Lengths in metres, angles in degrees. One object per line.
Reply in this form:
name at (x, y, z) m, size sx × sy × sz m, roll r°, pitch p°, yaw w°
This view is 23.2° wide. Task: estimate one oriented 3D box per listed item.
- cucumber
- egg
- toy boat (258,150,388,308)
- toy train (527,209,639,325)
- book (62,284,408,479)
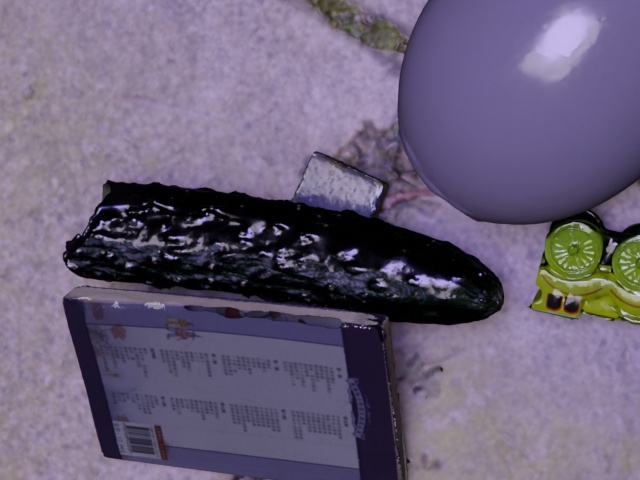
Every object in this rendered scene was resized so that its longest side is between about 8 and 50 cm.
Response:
cucumber at (-0.022, 0.009, 1.066) m, size 0.303 × 0.081 × 0.072 m, roll 7°, pitch 128°, yaw 12°
egg at (0.152, -0.117, 0.969) m, size 0.176 × 0.176 × 0.232 m, roll 43°, pitch 119°, yaw 9°
toy boat at (0.000, 0.000, 1.106) m, size 0.063 × 0.016 × 0.115 m, roll 26°, pitch 99°, yaw 14°
toy train at (0.265, 0.035, 1.018) m, size 0.250 × 0.053 × 0.085 m, roll 11°, pitch 105°, yaw 14°
book at (-0.057, 0.104, 1.088) m, size 0.231 × 0.026 × 0.157 m, roll 5°, pitch 129°, yaw 16°
